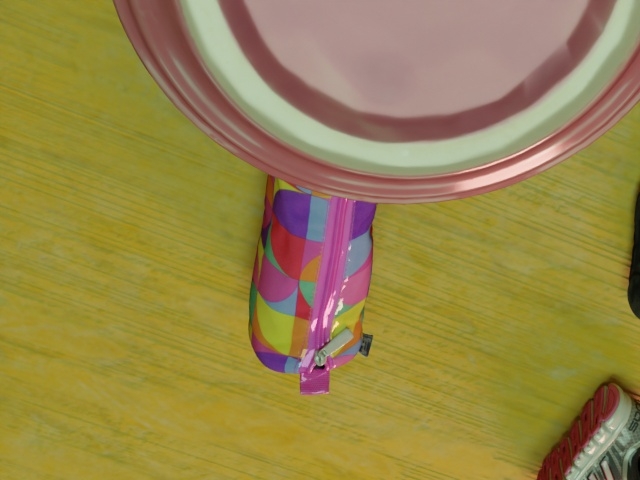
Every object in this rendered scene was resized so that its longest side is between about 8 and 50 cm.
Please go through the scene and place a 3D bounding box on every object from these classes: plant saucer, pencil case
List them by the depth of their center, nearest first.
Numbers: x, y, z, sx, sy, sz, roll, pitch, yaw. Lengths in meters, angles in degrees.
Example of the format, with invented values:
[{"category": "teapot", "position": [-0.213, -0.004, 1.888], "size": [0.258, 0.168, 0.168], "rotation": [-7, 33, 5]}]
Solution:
[{"category": "plant saucer", "position": [0.048, -0.162, 0.841], "size": [0.332, 0.084, 0.332], "rotation": [-1, 116, -2]}, {"category": "pencil case", "position": [0.000, 0.000, 1.241], "size": [0.104, 0.104, 0.236], "rotation": [4, 128, -3]}]

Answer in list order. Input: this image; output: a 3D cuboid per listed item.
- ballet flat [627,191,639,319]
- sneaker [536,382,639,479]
[{"category": "ballet flat", "position": [0.277, -0.008, 1.275], "size": [0.049, 0.057, 0.173], "rotation": [-26, 139, -32]}, {"category": "sneaker", "position": [0.245, 0.202, 1.426], "size": [0.075, 0.063, 0.170], "rotation": [23, 121, -10]}]
